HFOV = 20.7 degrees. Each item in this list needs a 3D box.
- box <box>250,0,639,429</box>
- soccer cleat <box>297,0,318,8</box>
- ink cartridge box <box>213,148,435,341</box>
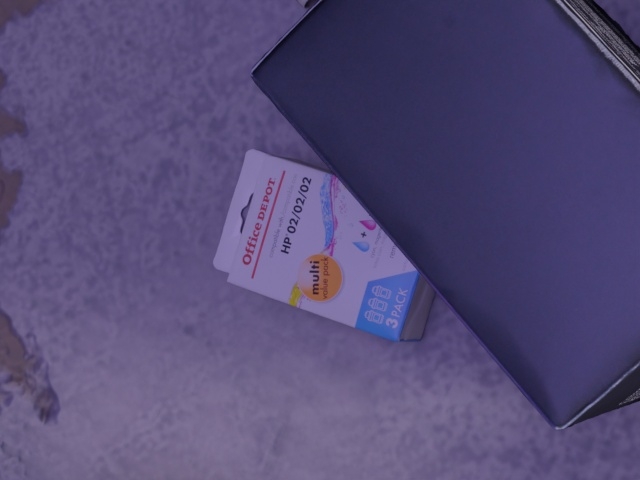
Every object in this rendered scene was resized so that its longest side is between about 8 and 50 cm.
[{"bbox_3d":[0.150,-0.049,1.148,0.183,0.294,0.296,-44,75,13],"label":"box"},{"bbox_3d":[-0.024,-0.218,1.337,0.196,0.068,0.076,15,97,17],"label":"soccer cleat"},{"bbox_3d":[0.000,0.000,1.322,0.181,0.061,0.104,18,94,20],"label":"ink cartridge box"}]
